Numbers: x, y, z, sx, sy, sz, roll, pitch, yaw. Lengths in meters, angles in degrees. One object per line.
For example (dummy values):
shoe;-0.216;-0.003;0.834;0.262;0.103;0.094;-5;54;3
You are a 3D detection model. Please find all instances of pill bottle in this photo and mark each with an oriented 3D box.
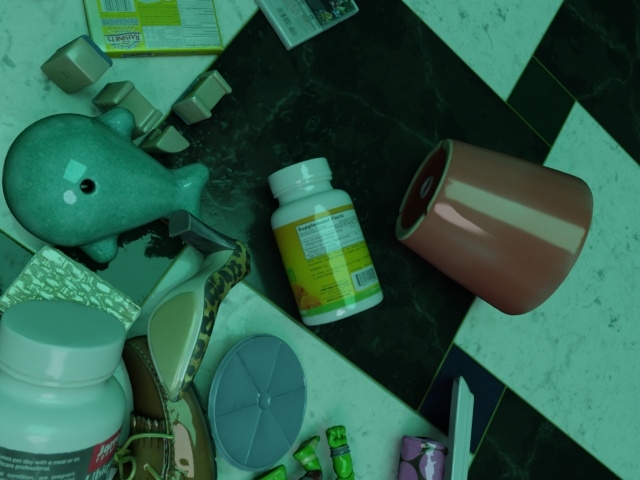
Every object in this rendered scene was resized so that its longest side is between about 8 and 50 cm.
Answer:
pill bottle;-0.327;0.238;0.684;0.176;0.176;0.319;13;102;-22
pill bottle;0.000;0.000;0.955;0.136;0.136;0.246;-18;89;-26

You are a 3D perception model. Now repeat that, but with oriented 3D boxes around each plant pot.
plant pot;0.281;-0.040;1.034;0.243;0.275;0.275;25;72;-8

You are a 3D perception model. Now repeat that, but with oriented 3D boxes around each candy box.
candy box;-0.264;-0.347;0.951;0.205;0.027;0.105;-10;88;-25

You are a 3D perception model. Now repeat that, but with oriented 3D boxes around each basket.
basket;-0.335;0.091;0.804;0.167;0.103;0.113;38;69;-16

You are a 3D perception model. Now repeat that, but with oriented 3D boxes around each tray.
tray;0.230;0.367;1.001;0.030;0.145;0.271;6;77;11

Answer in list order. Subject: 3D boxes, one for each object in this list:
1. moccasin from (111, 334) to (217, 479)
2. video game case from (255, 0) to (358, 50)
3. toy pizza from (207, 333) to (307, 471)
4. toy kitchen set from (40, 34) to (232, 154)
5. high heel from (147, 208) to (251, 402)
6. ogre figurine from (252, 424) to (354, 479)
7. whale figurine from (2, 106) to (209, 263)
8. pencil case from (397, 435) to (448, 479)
moccasin;-0.226;0.320;0.810;0.146;0.139;0.380;-10;95;-34
video game case;-0.045;-0.461;1.074;0.173;0.022;0.190;-37;96;-25
toy pizza;-0.096;0.243;0.902;0.201;0.032;0.202;9;79;-49
toy kitchen set;-0.271;-0.246;0.903;0.207;0.122;0.166;48;64;-33
high heel;-0.151;0.105;0.845;0.186;0.093;0.261;41;44;-57
ogre figurine;-0.023;0.384;0.906;0.197;0.097;0.118;-27;81;-37
whale figurine;-0.273;-0.071;0.800;0.271;0.141;0.217;8;94;-32
pencil case;0.162;0.434;0.986;0.098;0.095;0.210;36;62;-59
